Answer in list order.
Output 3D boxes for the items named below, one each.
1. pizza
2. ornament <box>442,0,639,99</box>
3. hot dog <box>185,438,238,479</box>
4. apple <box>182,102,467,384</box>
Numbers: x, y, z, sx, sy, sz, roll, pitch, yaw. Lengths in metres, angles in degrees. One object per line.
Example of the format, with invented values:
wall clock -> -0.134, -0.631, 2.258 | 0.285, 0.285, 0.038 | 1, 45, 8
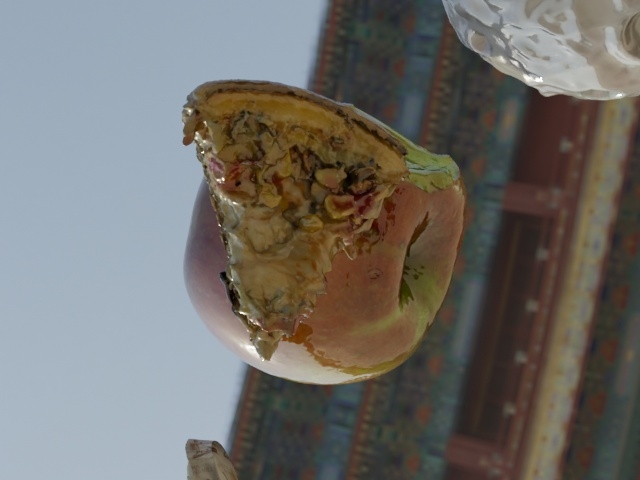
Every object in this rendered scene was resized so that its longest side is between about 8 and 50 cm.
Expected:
pizza -> -0.054, -0.051, 1.780 | 0.251, 0.074, 0.287 | 38, -117, -18
ornament -> 0.258, -0.296, 1.605 | 0.337, 0.337, 0.337 | -21, -64, -51
hot dog -> -0.110, 0.303, 1.890 | 0.192, 0.053, 0.099 | 68, -173, 24
apple -> 0.000, 0.000, 2.057 | 0.339, 0.339, 0.339 | -21, -64, -51
